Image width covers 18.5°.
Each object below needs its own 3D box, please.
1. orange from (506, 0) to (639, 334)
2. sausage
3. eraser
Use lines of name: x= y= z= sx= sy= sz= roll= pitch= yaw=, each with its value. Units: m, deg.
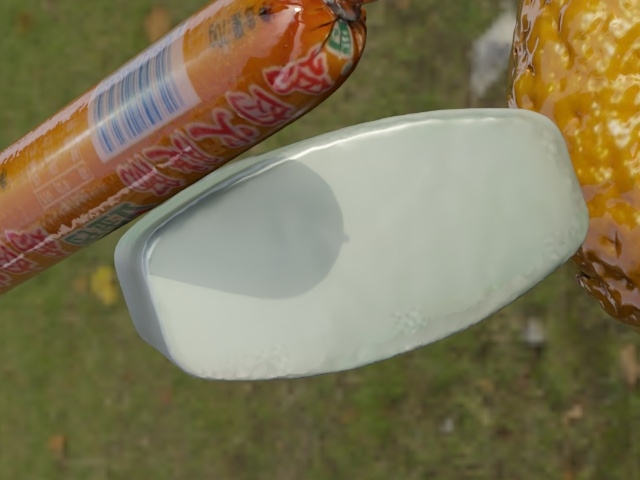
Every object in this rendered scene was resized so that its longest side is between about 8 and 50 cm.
orange: x=0.278 y=-0.086 z=1.138 sx=0.340 sy=0.293 sz=0.341 roll=5 pitch=100 yaw=32
sausage: x=-0.093 y=-0.028 z=0.781 sx=0.348 sy=0.053 sz=0.053 roll=-28 pitch=62 yaw=46
eraser: x=0.000 y=0.000 z=0.944 sx=0.290 sy=0.189 sz=0.104 roll=-179 pitch=75 yaw=-82
